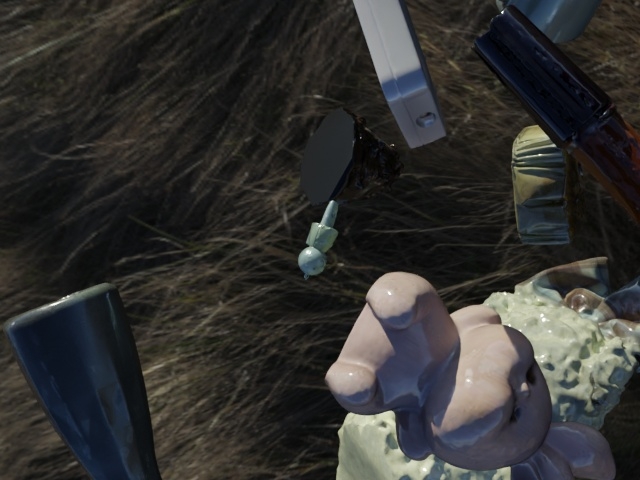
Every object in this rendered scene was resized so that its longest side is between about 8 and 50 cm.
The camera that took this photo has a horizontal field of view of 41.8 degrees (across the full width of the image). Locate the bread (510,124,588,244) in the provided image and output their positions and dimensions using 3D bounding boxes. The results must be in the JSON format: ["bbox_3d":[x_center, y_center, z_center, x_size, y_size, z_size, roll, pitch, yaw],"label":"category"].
[{"bbox_3d":[0.400,-0.103,1.446,0.110,0.210,0.192,-4,103,23],"label":"bread"}]

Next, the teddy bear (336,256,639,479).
[{"bbox_3d":[0.209,0.243,0.958,0.327,0.362,0.375,37,138,54],"label":"teddy bear"}]

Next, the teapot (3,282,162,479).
[{"bbox_3d":[-0.076,0.073,0.309,0.043,0.043,0.110,-20,93,31],"label":"teapot"}]

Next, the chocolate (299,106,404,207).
[{"bbox_3d":[0.062,-0.111,1.244,0.156,0.133,0.156,-36,46,50],"label":"chocolate"}]

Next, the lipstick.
[{"bbox_3d":[0.326,-0.088,0.914,0.418,0.077,0.077,49,117,7],"label":"lipstick"}]

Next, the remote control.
[{"bbox_3d":[0.030,-0.188,0.564,0.034,0.103,0.250,-20,73,11],"label":"remote control"}]

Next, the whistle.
[{"bbox_3d":[0.000,0.000,1.008,0.035,0.035,0.100,17,82,29],"label":"whistle"}]

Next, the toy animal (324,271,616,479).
[{"bbox_3d":[0.116,0.107,0.572,0.213,0.124,0.124,29,109,8],"label":"toy animal"}]

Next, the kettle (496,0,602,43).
[{"bbox_3d":[0.348,-0.422,1.211,0.243,0.211,0.159,112,142,-61],"label":"kettle"}]
